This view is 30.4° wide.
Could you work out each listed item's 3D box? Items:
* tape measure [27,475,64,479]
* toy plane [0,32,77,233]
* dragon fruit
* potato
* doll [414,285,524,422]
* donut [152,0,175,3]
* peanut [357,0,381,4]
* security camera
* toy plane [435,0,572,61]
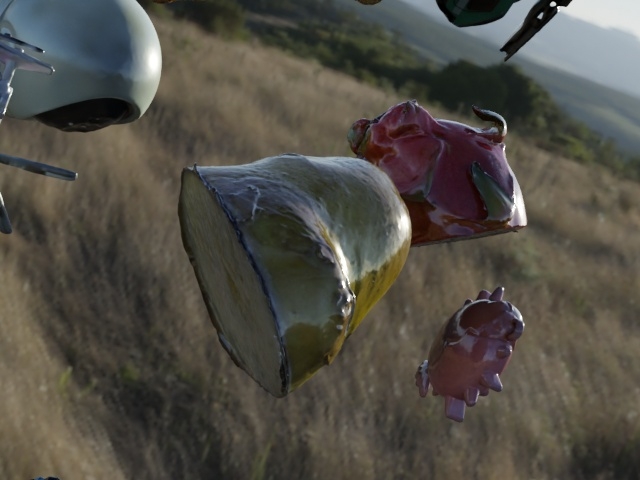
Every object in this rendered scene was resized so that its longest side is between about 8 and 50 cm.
[{"bbox_3d":[-0.280,0.318,1.244,0.146,0.125,0.081,40,26,-14],"label":"tape measure"},{"bbox_3d":[-0.284,-0.061,0.993,0.182,0.107,0.273,30,-34,-34],"label":"toy plane"},{"bbox_3d":[0.171,-0.102,1.857,0.305,0.225,0.305,-11,-3,-1],"label":"dragon fruit"},{"bbox_3d":[0.000,0.000,1.479,0.296,0.290,0.397,-21,8,-18],"label":"potato"},{"bbox_3d":[0.223,0.171,1.791,0.093,0.262,0.211,27,49,-18],"label":"doll"},{"bbox_3d":[-0.075,-0.217,0.719,0.058,0.152,0.152,-2,22,-25],"label":"donut"},{"bbox_3d":[-0.021,-0.236,0.881,0.194,0.093,0.083,26,-6,22],"label":"peanut"},{"bbox_3d":[-0.284,-0.214,1.326,0.195,0.194,0.236,8,9,-43],"label":"security camera"},{"bbox_3d":[0.211,-0.297,1.099,0.155,0.381,0.106,31,54,-7],"label":"toy plane"}]
